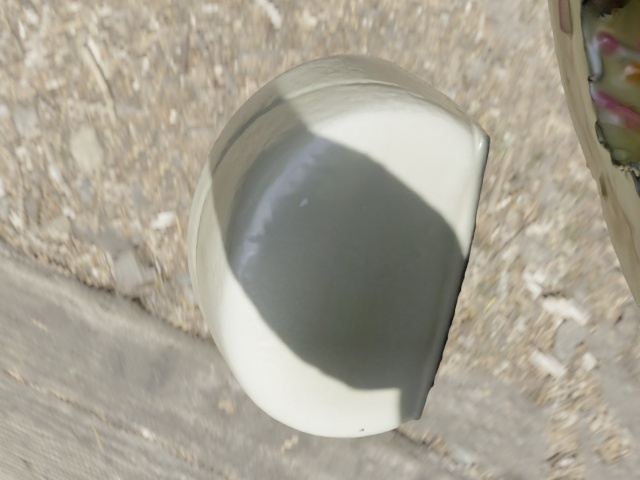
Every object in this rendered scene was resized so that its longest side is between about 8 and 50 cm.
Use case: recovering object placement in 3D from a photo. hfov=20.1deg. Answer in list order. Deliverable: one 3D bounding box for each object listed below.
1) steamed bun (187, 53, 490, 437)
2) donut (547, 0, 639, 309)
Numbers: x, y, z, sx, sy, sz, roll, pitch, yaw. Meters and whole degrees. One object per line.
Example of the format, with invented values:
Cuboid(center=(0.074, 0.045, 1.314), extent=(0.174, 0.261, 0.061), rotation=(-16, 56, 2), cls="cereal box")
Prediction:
Cuboid(center=(0.000, 0.000, 1.214), extent=(0.164, 0.146, 0.242), rotation=(6, 109, -19), cls="steamed bun")
Cuboid(center=(0.238, -0.105, 1.112), extent=(0.150, 0.307, 0.371), rotation=(-12, 73, -1), cls="donut")
